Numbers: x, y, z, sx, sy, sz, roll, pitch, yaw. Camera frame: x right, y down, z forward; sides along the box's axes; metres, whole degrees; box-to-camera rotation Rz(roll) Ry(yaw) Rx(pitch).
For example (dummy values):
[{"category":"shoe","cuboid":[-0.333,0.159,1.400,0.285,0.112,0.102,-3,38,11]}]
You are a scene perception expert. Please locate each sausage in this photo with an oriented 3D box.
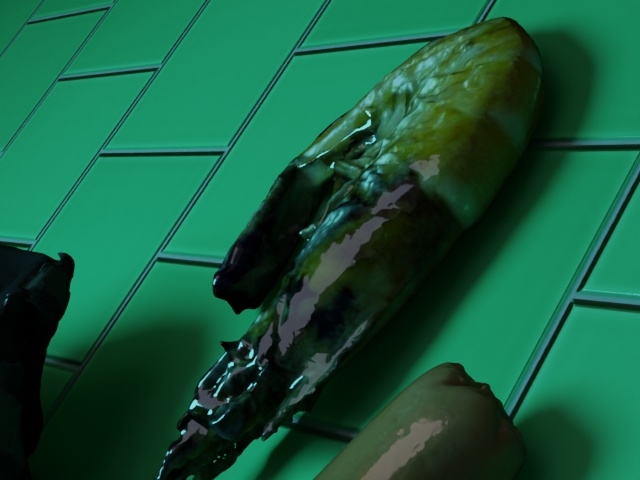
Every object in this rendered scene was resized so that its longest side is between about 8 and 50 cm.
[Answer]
[{"category":"sausage","cuboid":[0.002,0.191,0.769,0.289,0.086,0.086,-45,31,-2]}]

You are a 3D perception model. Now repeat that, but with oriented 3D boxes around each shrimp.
[{"category":"shrimp","cuboid":[0.000,0.000,1.004,0.272,0.085,0.445,0,50,57]}]

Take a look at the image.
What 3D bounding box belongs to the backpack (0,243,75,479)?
[{"category":"backpack","cuboid":[-0.366,0.166,1.085,0.445,0.255,0.363,-37,28,41]}]
